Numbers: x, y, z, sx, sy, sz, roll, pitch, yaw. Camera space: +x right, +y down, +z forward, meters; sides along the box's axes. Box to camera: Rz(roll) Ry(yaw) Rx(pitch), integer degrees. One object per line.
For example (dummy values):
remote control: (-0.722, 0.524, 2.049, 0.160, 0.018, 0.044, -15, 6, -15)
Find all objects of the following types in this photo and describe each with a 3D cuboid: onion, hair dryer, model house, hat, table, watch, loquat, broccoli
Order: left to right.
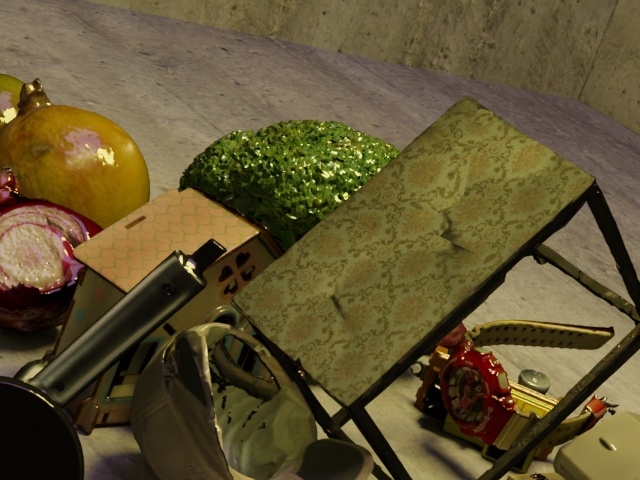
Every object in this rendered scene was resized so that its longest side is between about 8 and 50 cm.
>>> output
onion: (-0.331, 0.016, 1.933, 0.173, 0.135, 0.198, -13, 56, -24)
loquat: (-0.318, -0.075, 2.073, 0.213, 0.246, 0.213, -18, 5, 2)
hair dryer: (-0.232, 0.103, 1.560, 0.156, 0.284, 0.320, 33, 15, -5)
model house: (-0.122, 0.075, 1.845, 0.169, 0.244, 0.326, 30, 18, 38)
hat: (-0.082, 0.193, 1.640, 0.232, 0.161, 0.275, 33, 5, -25)
broccoli: (-0.008, 0.000, 2.128, 0.321, 0.310, 0.413, 38, -11, 31)
table: (0.138, 0.084, 1.790, 0.222, 0.335, 0.272, 39, -14, 46)
watch: (0.265, 0.166, 2.019, 0.268, 0.102, 0.165, 2, 46, -31)

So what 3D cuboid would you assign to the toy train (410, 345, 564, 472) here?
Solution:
toy train: (0.205, 0.204, 2.077, 0.219, 0.089, 0.127, 23, 27, 9)

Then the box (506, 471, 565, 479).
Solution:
box: (0.225, 0.288, 1.834, 0.079, 0.083, 0.035, 3, 23, -42)

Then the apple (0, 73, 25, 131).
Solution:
apple: (-0.430, -0.121, 2.217, 0.157, 0.196, 0.196, 45, 5, -27)

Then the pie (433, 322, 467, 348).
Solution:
pie: (0.117, 0.100, 2.364, 0.182, 0.049, 0.182, 20, 12, -4)

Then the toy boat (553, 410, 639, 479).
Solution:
toy boat: (0.369, 0.300, 1.884, 0.141, 0.140, 0.269, 9, 26, -33)
